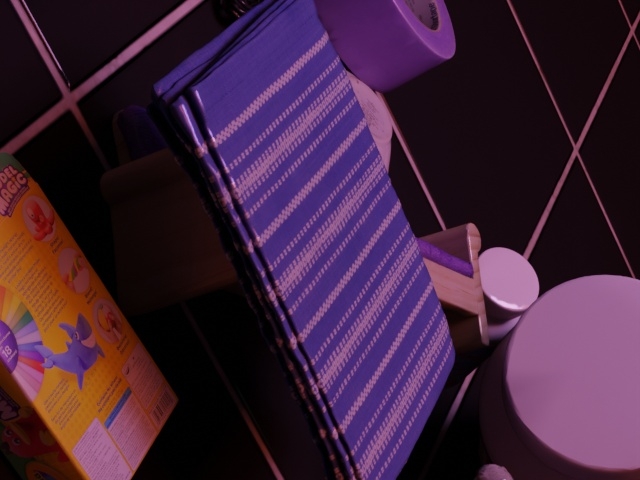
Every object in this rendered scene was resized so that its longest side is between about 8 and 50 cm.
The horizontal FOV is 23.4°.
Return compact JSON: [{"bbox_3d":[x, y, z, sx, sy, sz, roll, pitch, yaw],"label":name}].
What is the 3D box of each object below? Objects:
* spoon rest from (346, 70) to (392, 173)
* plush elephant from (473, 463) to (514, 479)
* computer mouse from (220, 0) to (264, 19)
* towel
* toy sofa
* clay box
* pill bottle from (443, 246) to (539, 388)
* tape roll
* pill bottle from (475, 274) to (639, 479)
[{"bbox_3d":[0.056,-0.057,1.519,0.276,0.084,0.137,52,30,-8],"label":"spoon rest"},{"bbox_3d":[0.135,0.311,1.266,0.255,0.330,0.272,50,17,8],"label":"plush elephant"},{"bbox_3d":[-0.028,-0.149,1.417,0.106,0.042,0.193,3,63,-61],"label":"computer mouse"},{"bbox_3d":[0.000,0.000,1.110,0.336,0.040,0.243,67,29,-18],"label":"towel"},{"bbox_3d":[-0.009,-0.007,1.279,0.362,0.150,0.177,23,55,-54],"label":"toy sofa"},{"bbox_3d":[-0.189,0.063,1.021,0.222,0.053,0.127,59,31,-20],"label":"clay box"},{"bbox_3d":[0.139,0.072,1.466,0.087,0.160,0.087,12,57,-19],"label":"pill bottle"},{"bbox_3d":[0.057,-0.251,1.579,0.189,0.080,0.189,47,27,-34],"label":"tape roll"},{"bbox_3d":[0.248,0.175,1.426,0.363,0.210,0.210,77,7,-67],"label":"pill bottle"}]
